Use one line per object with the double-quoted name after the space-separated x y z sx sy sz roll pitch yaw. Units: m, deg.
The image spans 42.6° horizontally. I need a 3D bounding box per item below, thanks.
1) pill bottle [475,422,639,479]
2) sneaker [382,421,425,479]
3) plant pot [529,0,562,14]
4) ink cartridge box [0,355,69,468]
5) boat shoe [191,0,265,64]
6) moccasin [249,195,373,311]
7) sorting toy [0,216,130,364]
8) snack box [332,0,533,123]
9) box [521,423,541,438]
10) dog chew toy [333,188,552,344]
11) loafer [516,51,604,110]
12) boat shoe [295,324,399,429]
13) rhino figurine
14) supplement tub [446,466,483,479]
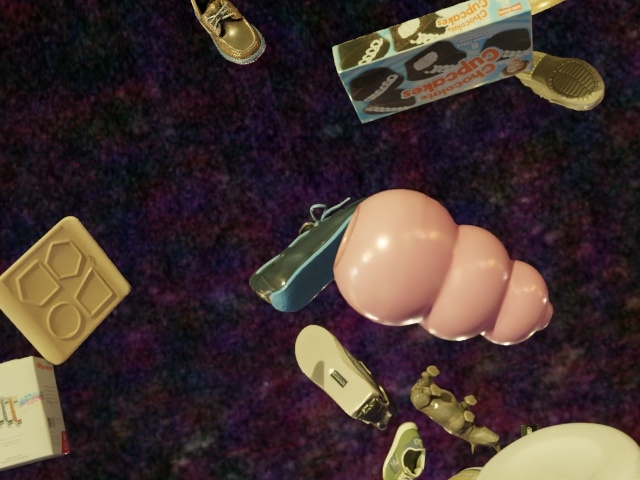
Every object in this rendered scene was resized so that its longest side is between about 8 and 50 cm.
0.305 0.382 0.878 0.187 0.188 0.334 -23 102 12 "pill bottle"
0.192 0.512 1.856 0.064 0.086 0.192 3 116 -20 "sneaker"
0.449 -0.498 1.658 0.236 0.236 0.032 -23 106 12 "plant pot"
-0.533 0.305 1.445 0.127 0.176 0.128 -14 168 -6 "ink cartridge box"
-0.154 -0.339 1.275 0.066 0.183 0.066 -44 146 -1 "boat shoe"
0.000 0.000 1.571 0.342 0.116 0.138 -34 132 -39 "moccasin"
-0.473 0.090 1.500 0.038 0.208 0.193 -4 127 47 "sorting toy"
0.198 -0.311 1.403 0.321 0.060 0.187 -17 158 10 "snack box"
0.485 0.527 1.811 0.045 0.184 0.191 -11 141 24 "box"
0.192 0.055 1.241 0.331 0.207 0.207 21 140 -4 "dog chew toy"
0.558 -0.362 1.882 0.092 0.268 0.102 34 98 -37 "loafer"
0.067 0.364 2.152 0.127 0.340 0.158 -46 135 4 "boat shoe"
0.300 0.384 1.796 0.073 0.243 0.106 -48 176 -41 "rhino figurine"
0.214 0.449 1.277 0.199 0.144 0.144 -9 152 -47 "supplement tub"
